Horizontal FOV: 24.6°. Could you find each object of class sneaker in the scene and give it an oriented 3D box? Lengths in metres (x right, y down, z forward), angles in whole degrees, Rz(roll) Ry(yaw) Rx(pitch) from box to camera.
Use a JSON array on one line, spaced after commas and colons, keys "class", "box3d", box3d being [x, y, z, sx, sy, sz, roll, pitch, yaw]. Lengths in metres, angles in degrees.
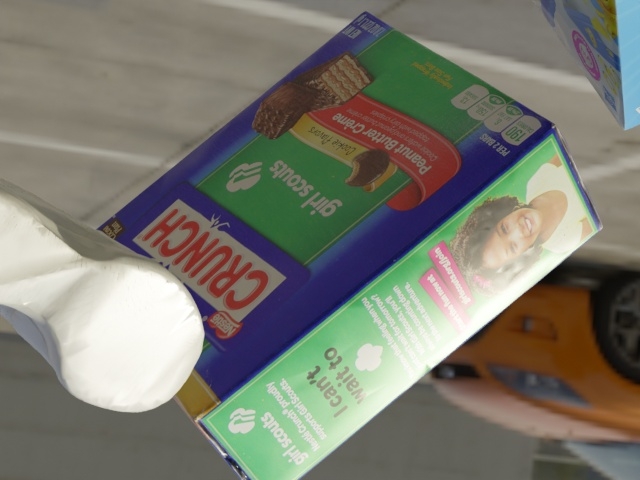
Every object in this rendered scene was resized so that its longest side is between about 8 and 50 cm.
[{"class": "sneaker", "box3d": [-0.142, 0.011, 0.738, 0.094, 0.080, 0.212, 39, 177, 45]}]

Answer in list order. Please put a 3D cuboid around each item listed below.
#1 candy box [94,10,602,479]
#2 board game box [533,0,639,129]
[{"class": "candy box", "box3d": [0.000, 0.000, 1.096, 0.268, 0.317, 0.122, 41, 170, 52]}, {"class": "board game box", "box3d": [0.148, -0.272, 0.941, 0.086, 0.308, 0.302, -29, 152, 0]}]
